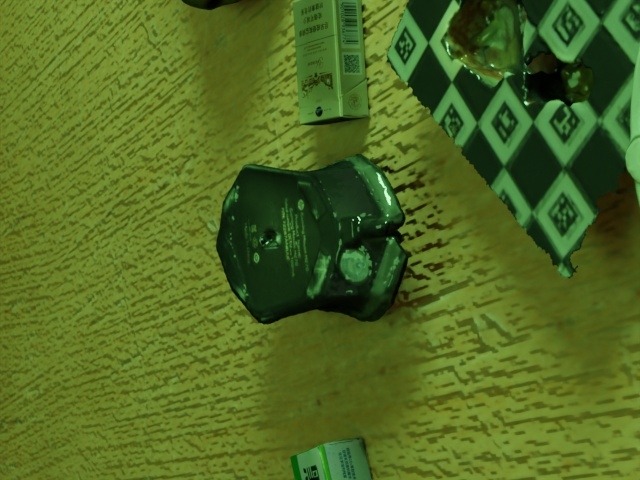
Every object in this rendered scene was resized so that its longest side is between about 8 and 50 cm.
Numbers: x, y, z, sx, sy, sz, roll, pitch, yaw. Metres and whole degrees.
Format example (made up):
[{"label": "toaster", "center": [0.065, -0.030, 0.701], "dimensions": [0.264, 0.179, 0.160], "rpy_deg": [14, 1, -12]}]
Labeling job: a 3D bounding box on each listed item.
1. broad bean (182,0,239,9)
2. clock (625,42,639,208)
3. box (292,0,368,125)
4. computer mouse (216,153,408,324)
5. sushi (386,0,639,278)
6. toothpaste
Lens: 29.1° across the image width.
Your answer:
[{"label": "broad bean", "center": [-0.084, -0.250, 0.898], "dimensions": [0.206, 0.072, 0.153], "rpy_deg": [-116, 38, -50]}, {"label": "clock", "center": [0.213, -0.039, 0.438], "dimensions": [0.236, 0.053, 0.236], "rpy_deg": [19, 113, 56]}, {"label": "box", "center": [0.006, -0.118, 0.796], "dimensions": [0.053, 0.024, 0.083], "rpy_deg": [1, 96, 59]}, {"label": "computer mouse", "center": [0.000, 0.000, 0.788], "dimensions": [0.192, 0.062, 0.105], "rpy_deg": [-3, 91, 53]}, {"label": "sushi", "center": [0.111, -0.094, 0.620], "dimensions": [0.201, 0.031, 0.139], "rpy_deg": [58, 137, 41]}, {"label": "toothpaste", "center": [0.023, 0.222, 0.805], "dimensions": [0.043, 0.037, 0.178], "rpy_deg": [-34, 66, 57]}]
